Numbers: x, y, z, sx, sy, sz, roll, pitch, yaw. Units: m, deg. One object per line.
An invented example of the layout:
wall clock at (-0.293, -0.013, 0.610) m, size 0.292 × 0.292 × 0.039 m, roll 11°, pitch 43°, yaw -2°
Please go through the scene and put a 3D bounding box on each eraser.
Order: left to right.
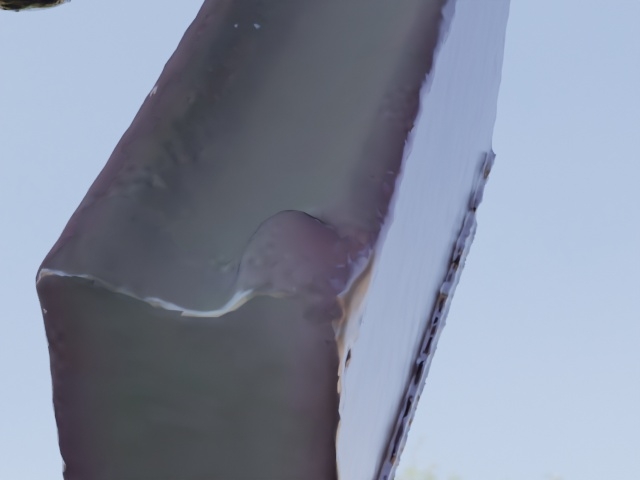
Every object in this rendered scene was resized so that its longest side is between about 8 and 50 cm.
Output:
eraser at (0.000, 0.000, 0.735) m, size 0.122 × 0.359 × 0.272 m, roll 12°, pitch -48°, yaw 9°

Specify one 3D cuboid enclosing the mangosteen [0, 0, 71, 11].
mangosteen at (-0.194, -0.245, 0.952) m, size 0.289 × 0.231 × 0.231 m, roll -29°, pitch -31°, yaw 17°
